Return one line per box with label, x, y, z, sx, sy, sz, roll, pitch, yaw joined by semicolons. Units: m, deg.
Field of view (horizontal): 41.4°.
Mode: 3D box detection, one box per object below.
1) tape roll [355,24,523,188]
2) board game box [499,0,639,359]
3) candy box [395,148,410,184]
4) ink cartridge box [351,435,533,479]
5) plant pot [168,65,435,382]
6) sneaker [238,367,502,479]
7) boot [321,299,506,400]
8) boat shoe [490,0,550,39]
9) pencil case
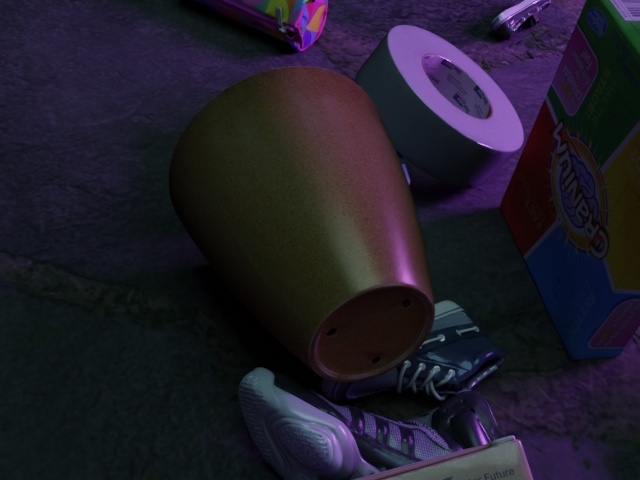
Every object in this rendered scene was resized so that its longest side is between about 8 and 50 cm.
tape roll;0.152;-0.171;1.073;0.219;0.072;0.219;25;38;-22
board game box;0.302;-0.062;0.893;0.064;0.317;0.242;-3;48;-14
candy box;-0.007;-0.106;1.036;0.196;0.070;0.165;0;48;-13
ink cartridge box;0.058;0.270;0.619;0.234;0.088;0.193;-14;72;-5
plant pot;0.000;0.000;0.801;0.237;0.237;0.254;-9;41;-19
sneaker;0.061;0.182;0.770;0.268;0.101;0.153;37;50;13
boot;0.097;0.126;0.845;0.190;0.069;0.086;-24;51;-31
boat shoe;0.327;-0.358;1.361;0.142;0.049;0.040;-32;80;-32
pencil case;-0.101;-0.361;1.235;0.236;0.104;0.104;28;48;16
